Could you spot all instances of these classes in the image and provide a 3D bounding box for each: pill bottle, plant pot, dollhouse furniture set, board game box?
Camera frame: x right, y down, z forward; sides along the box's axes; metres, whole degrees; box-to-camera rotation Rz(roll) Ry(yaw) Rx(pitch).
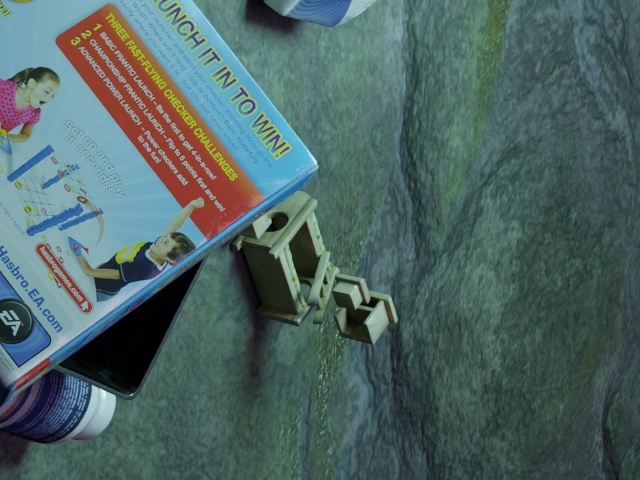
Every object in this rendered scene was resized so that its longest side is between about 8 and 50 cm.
[{"bbox_3d":[-0.261,0.134,1.699,0.169,0.094,0.094,29,76,-57],"label":"pill bottle"},{"bbox_3d":[-0.229,0.003,1.614,0.188,0.167,0.187,32,83,-53],"label":"plant pot"},{"bbox_3d":[0.000,0.000,2.006,0.101,0.161,0.182,-53,142,-34],"label":"dollhouse furniture set"},{"bbox_3d":[-0.215,-0.084,1.443,0.302,0.308,0.086,-36,176,-21],"label":"board game box"}]

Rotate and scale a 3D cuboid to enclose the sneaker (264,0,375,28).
[{"bbox_3d":[0.033,-0.389,1.963,0.315,0.182,0.127,-53,151,16],"label":"sneaker"}]
